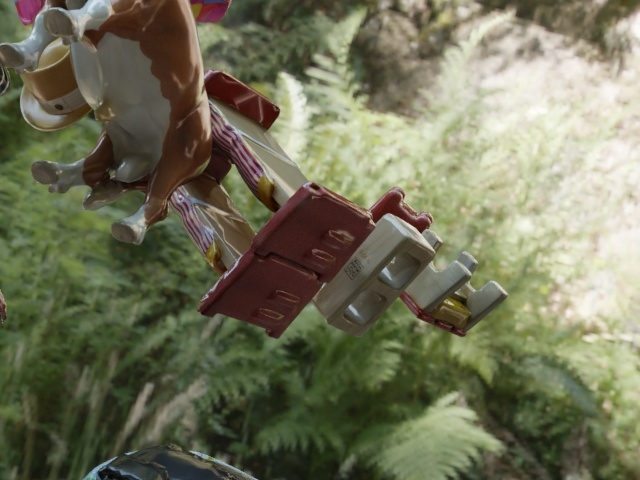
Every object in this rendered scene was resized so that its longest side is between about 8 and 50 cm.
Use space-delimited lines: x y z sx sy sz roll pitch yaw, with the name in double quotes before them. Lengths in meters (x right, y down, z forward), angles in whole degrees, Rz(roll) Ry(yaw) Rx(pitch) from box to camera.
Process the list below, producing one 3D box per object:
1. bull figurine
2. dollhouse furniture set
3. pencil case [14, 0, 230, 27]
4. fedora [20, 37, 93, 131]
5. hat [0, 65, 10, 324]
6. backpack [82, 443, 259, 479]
"bull figurine" -0.155 -0.152 0.847 0.101 0.188 0.310 6 -49 25
"dollhouse furniture set" 0.000 0.000 1.135 0.374 0.152 0.201 26 20 -50
"pencil case" -0.210 -0.278 1.177 0.236 0.104 0.104 -5 3 -31
"fedora" -0.357 -0.243 1.533 0.194 0.194 0.079 8 -23 39
"hat" -0.326 -0.055 0.839 0.209 0.183 0.173 9 -18 -17
"backpack" -0.071 0.322 0.851 0.355 0.290 0.273 44 -51 4
